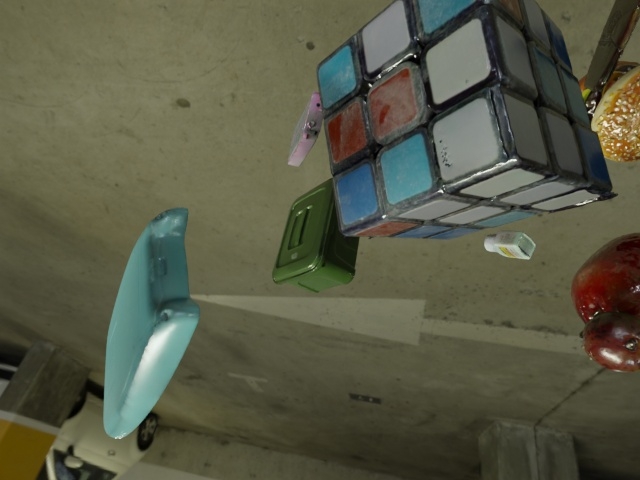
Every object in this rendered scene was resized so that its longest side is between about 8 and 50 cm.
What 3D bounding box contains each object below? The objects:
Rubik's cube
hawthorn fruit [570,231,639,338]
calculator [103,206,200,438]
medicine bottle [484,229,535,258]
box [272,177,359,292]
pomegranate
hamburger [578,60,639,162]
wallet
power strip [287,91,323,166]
[{"bbox_3d":[0.241,-0.207,0.741,0.362,0.359,0.363,-1,168,-39],"label":"Rubik's cube"},{"bbox_3d":[0.783,0.146,1.021,0.369,0.285,0.285,-28,148,-15],"label":"hawthorn fruit"},{"bbox_3d":[-0.284,0.143,0.637,0.054,0.256,0.386,10,133,-33],"label":"calculator"},{"bbox_3d":[0.520,0.010,1.133,0.074,0.055,0.118,33,169,-27],"label":"medicine bottle"},{"bbox_3d":[0.000,0.000,1.290,0.177,0.329,0.252,33,146,-30],"label":"box"},{"bbox_3d":[0.627,0.217,0.888,0.129,0.129,0.159,23,168,-13],"label":"pomegranate"},{"bbox_3d":[0.855,-0.357,1.148,0.290,0.225,0.291,-6,120,-10],"label":"hamburger"},{"bbox_3d":[0.640,-0.455,0.874,0.031,0.137,0.255,14,119,11],"label":"wallet"},{"bbox_3d":[-0.038,-0.263,1.004,0.037,0.109,0.279,14,174,-11],"label":"power strip"}]
